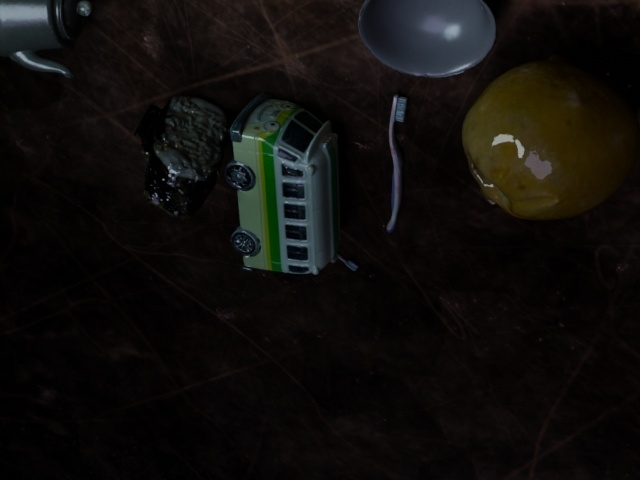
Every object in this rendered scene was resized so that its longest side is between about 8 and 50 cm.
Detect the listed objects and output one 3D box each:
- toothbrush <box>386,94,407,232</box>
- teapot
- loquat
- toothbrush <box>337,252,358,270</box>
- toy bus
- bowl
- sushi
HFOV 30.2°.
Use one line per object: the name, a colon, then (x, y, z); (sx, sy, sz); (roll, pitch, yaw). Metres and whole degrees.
toothbrush: (0.118, -0.116, 1.877); (0.027, 0.021, 0.269); (18, 134, 19)
teapot: (-0.425, -0.373, 1.841); (0.149, 0.162, 0.239); (5, 100, 11)
loquat: (0.320, -0.143, 1.629); (0.244, 0.244, 0.243); (13, 132, 15)
toothbrush: (0.000, 0.000, 2.038); (0.162, 0.014, 0.017); (38, 148, -8)
toy bus: (-0.051, -0.082, 1.902); (0.165, 0.133, 0.276); (12, 129, 18)
bowl: (0.151, -0.318, 1.632); (0.189, 0.086, 0.189); (8, 146, 5)
sushi: (-0.225, -0.135, 1.887); (0.147, 0.212, 0.115); (19, 130, -14)
